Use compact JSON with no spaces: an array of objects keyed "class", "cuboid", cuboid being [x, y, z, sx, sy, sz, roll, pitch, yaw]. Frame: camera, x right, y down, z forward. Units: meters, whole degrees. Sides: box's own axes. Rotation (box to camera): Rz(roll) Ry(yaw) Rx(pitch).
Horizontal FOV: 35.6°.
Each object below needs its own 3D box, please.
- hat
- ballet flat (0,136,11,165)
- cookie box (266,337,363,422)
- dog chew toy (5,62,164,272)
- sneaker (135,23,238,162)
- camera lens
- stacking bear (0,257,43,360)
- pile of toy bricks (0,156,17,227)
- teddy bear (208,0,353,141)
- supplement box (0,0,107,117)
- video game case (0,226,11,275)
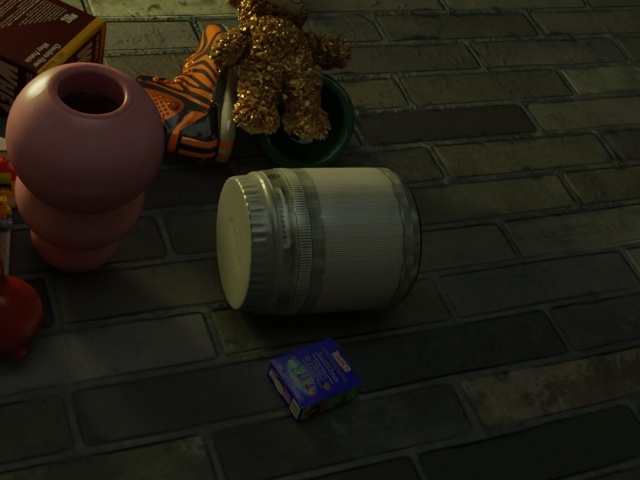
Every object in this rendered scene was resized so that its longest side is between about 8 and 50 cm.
[{"class":"hat","cuboid":[-0.031,-0.212,1.829,0.173,0.183,0.208,23,82,-3]},{"class":"ballet flat","cuboid":[-0.554,-0.131,1.535,0.241,0.077,0.091,-5,52,-22]},{"class":"cookie box","cuboid":[-0.008,0.200,1.439,0.107,0.040,0.092,-17,56,-31]},{"class":"dog chew toy","cuboid":[-0.331,-0.082,1.386,0.206,0.332,0.206,9,47,-10]},{"class":"sneaker","cuboid":[-0.241,-0.277,1.742,0.180,0.124,0.321,7,47,-14]},{"class":"camera lens","cuboid":[0.000,0.000,1.501,0.274,0.219,0.219,-2,49,-20]},{"class":"stacking bear","cuboid":[-0.486,0.048,1.290,0.289,0.164,0.175,44,26,-35]},{"class":"pile of toy bricks","cuboid":[-0.541,-0.078,1.450,0.212,0.105,0.118,-1,31,-22]},{"class":"teddy bear","cuboid":[-0.069,-0.313,1.687,0.245,0.113,0.338,15,60,-1]},{"class":"supplement box","cuboid":[-0.495,-0.312,1.684,0.194,0.129,0.191,25,46,5]},{"class":"video game case","cuboid":[-0.522,0.033,1.435,0.143,0.019,0.157,2,47,-17]}]
